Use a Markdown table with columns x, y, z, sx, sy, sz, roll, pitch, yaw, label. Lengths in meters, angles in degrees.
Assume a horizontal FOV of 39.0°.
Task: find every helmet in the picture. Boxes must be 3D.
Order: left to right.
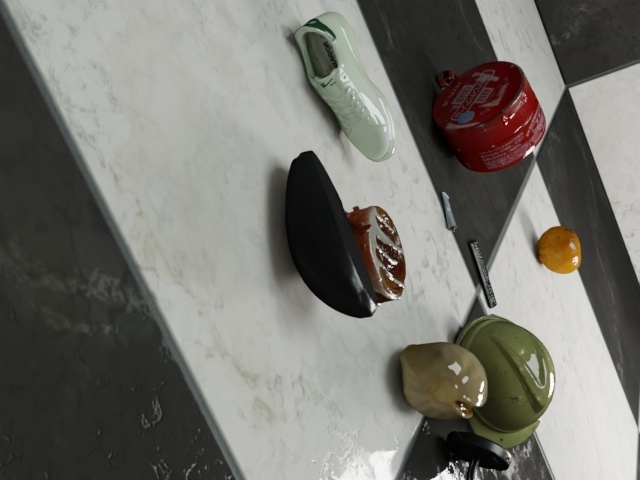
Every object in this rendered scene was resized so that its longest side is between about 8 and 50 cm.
| x | y | z | sx | sy | sz | roll | pitch | yaw | label |
| --- | --- | --- | --- | --- | --- | --- | --- | --- | --- |
| 0.363 | 0.262 | 1.660 | 0.204 | 0.137 | 0.257 | -19 | 92 | -25 | helmet |

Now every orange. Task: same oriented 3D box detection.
| x | y | z | sx | sy | sz | roll | pitch | yaw | label |
| --- | --- | --- | --- | --- | --- | --- | --- | --- | --- |
| 0.654 | 0.026 | 2.480 | 0.135 | 0.117 | 0.135 | 2 | 90 | -77 | orange |

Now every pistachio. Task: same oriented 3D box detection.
| x | y | z | sx | sy | sz | roll | pitch | yaw | label |
| --- | --- | --- | --- | --- | --- | --- | --- | --- | --- |
| 0.206 | 0.228 | 1.478 | 0.152 | 0.126 | 0.223 | 45 | 10 | 32 | pistachio |

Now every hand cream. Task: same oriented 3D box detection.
| x | y | z | sx | sy | sz | roll | pitch | yaw | label |
| --- | --- | --- | --- | --- | --- | --- | --- | --- | --- |
| 0.268 | -0.059 | 1.900 | 0.030 | 0.019 | 0.093 | 34 | 38 | -49 | hand cream |
| 0.377 | -0.272 | 2.006 | 0.149 | 0.230 | 0.230 | 49 | 34 | -34 | hand cream |

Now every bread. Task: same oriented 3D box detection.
| x | y | z | sx | sy | sz | roll | pitch | yaw | label |
| --- | --- | --- | --- | --- | --- | --- | --- | --- | --- |
| 0.075 | 0.025 | 1.390 | 0.160 | 0.073 | 0.160 | 38 | 46 | -56 | bread |

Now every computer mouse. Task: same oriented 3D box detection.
| x | y | z | sx | sy | sz | roll | pitch | yaw | label |
| --- | --- | --- | --- | --- | --- | --- | --- | --- | --- |
| 0.000 | 0.000 | 1.255 | 0.137 | 0.086 | 0.269 | 57 | 13 | -53 | computer mouse |

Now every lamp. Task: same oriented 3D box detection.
| x | y | z | sx | sy | sz | roll | pitch | yaw | label |
| --- | --- | --- | --- | --- | --- | --- | --- | --- | --- |
| 0.256 | 0.479 | 1.432 | 0.130 | 0.108 | 0.371 | 46 | 37 | -36 | lamp |

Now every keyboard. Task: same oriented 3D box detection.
| x | y | z | sx | sy | sz | roll | pitch | yaw | label |
| --- | --- | --- | --- | --- | --- | --- | --- | --- | --- |
| 0.360 | 0.074 | 1.997 | 0.053 | 0.010 | 0.155 | -19 | 91 | -65 | keyboard |

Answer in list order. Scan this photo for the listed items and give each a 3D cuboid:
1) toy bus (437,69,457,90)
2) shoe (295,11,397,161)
| x | y | z | sx | sy | sz | roll | pitch | yaw | label |
| --- | --- | --- | --- | --- | --- | --- | --- | --- | --- |
| 0.316 | -0.359 | 2.141 | 0.110 | 0.043 | 0.031 | 43 | 38 | -45 | toy bus |
| 0.034 | -0.244 | 1.482 | 0.110 | 0.095 | 0.265 | -27 | 93 | -58 | shoe |
